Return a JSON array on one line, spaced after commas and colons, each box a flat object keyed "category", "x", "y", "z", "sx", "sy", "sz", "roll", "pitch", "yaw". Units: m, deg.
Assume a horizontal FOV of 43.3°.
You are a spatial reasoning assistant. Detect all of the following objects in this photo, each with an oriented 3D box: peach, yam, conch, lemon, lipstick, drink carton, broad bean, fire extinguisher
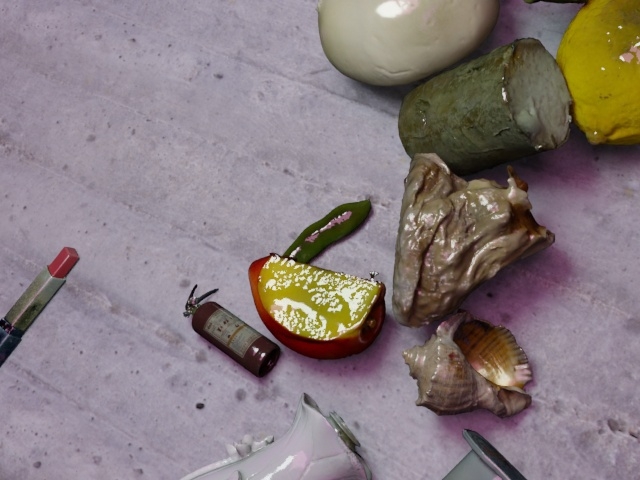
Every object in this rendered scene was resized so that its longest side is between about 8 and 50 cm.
[{"category": "peach", "x": -0.020, "y": 0.128, "z": 1.447, "sx": 0.267, "sy": 0.158, "sz": 0.154, "roll": 14, "pitch": 65, "yaw": 17}, {"category": "yam", "x": 0.285, "y": -0.221, "z": 1.413, "sx": 0.300, "sy": 0.195, "sz": 0.195, "roll": -11, "pitch": 60, "yaw": 59}, {"category": "conch", "x": 0.250, "y": 0.215, "z": 1.352, "sx": 0.245, "sy": 0.163, "sz": 0.178, "roll": 23, "pitch": 94, "yaw": -8}, {"category": "lemon", "x": 0.540, "y": -0.306, "z": 1.389, "sx": 0.268, "sy": 0.268, "sz": 0.322, "roll": 39, "pitch": 77, "yaw": 24}, {"category": "lipstick", "x": -0.607, "y": 0.141, "z": 1.663, "sx": 0.051, "sy": 0.051, "sz": 0.312, "roll": 34, "pitch": 82, "yaw": 24}, {"category": "drink carton", "x": 0.243, "y": 0.427, "z": 1.274, "sx": 0.191, "sy": 0.185, "sz": 0.189, "roll": 45, "pitch": 98, "yaw": 22}, {"category": "broad bean", "x": -0.003, "y": -0.003, "z": 1.552, "sx": 0.254, "sy": 0.046, "sz": 0.065, "roll": -41, "pitch": 73, "yaw": 0}, {"category": "fire extinguisher", "x": -0.174, "y": 0.162, "z": 1.534, "sx": 0.231, "sy": 0.071, "sz": 0.099, "roll": 33, "pitch": 54, "yaw": 24}]

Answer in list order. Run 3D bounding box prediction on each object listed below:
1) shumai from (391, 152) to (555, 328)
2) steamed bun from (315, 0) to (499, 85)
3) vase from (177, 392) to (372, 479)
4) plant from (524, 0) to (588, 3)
[{"category": "shumai", "x": 0.259, "y": 0.013, "z": 1.359, "sx": 0.262, "sy": 0.267, "sz": 0.314, "roll": 8, "pitch": 62, "yaw": 12}, {"category": "steamed bun", "x": 0.159, "y": -0.450, "z": 1.503, "sx": 0.334, "sy": 0.233, "sz": 0.312, "roll": -40, "pitch": 34, "yaw": -17}, {"category": "vase", "x": -0.123, "y": 0.454, "z": 1.330, "sx": 0.445, "sy": 0.250, "sz": 0.250, "roll": -40, "pitch": 66, "yaw": -6}, {"category": "plant", "x": 0.379, "y": -0.460, "z": 1.446, "sx": 0.251, "sy": 0.333, "sz": 0.180, "roll": -15, "pitch": 83, "yaw": -22}]
